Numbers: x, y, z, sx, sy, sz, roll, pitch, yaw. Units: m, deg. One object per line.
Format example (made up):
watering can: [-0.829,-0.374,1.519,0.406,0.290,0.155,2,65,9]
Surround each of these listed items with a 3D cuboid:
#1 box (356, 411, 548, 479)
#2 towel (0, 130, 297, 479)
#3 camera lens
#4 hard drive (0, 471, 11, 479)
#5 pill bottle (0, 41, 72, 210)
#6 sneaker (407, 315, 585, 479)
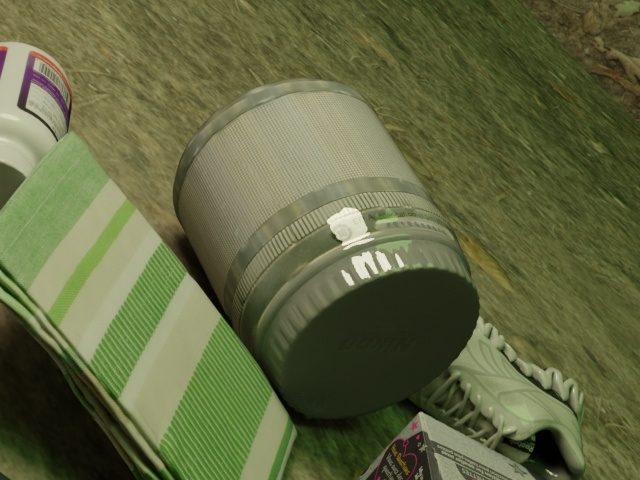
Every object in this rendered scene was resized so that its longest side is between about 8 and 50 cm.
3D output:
box: [0.146,0.279,1.264,0.247,0.142,0.163,31,25,-21]
towel: [-0.137,0.086,1.213,0.325,0.038,0.248,52,21,-13]
camera lens: [0.000,0.000,1.439,0.219,0.219,0.274,16,33,-43]
hard drive: [-0.208,0.190,1.006,0.135,0.022,0.094,33,17,11]
pill bottle: [-0.273,-0.083,1.322,0.108,0.108,0.193,31,25,-21]
sneaker: [0.162,0.159,1.561,0.292,0.110,0.118,28,35,-26]
